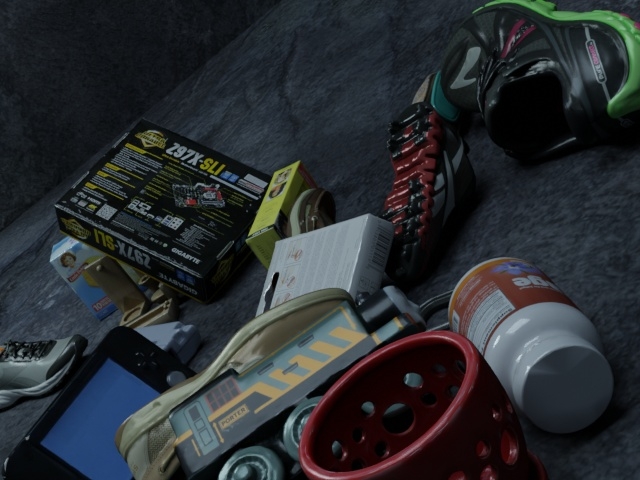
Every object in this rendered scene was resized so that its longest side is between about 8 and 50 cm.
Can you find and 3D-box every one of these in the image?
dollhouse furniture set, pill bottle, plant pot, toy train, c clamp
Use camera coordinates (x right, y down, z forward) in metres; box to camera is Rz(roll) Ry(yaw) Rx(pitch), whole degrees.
[{"bbox_3d":[-0.330,0.092,2.170,0.144,0.123,0.151,-31,21,17],"label":"dollhouse furniture set"},{"bbox_3d":[0.212,0.105,1.263,0.121,0.121,0.216,-36,21,3],"label":"pill bottle"},{"bbox_3d":[0.103,0.205,1.142,0.191,0.174,0.191,-32,20,13],"label":"plant pot"},{"bbox_3d":[-0.008,0.184,1.352,0.334,0.142,0.190,-36,49,2],"label":"toy train"},{"bbox_3d":[0.150,0.098,1.530,0.160,0.022,0.137,-27,17,28],"label":"c clamp"}]

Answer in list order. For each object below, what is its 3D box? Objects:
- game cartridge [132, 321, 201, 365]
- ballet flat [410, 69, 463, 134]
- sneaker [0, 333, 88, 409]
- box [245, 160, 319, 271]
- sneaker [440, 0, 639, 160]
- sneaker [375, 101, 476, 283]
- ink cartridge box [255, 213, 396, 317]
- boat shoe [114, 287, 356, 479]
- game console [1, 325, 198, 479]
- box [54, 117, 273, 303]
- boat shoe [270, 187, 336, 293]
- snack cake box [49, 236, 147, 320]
[{"bbox_3d":[-0.327,0.245,1.939,0.196,0.060,0.294,-7,35,48],"label":"game cartridge"},{"bbox_3d":[0.166,-0.160,1.982,0.106,0.107,0.316,-48,6,33],"label":"ballet flat"},{"bbox_3d":[-0.526,0.221,2.239,0.271,0.108,0.100,-23,22,30],"label":"sneaker"},{"bbox_3d":[-0.055,-0.037,2.062,0.058,0.087,0.232,-25,22,23],"label":"box"},{"bbox_3d":[0.283,-0.226,1.781,0.202,0.185,0.483,-38,19,-14],"label":"sneaker"},{"bbox_3d":[0.153,-0.055,1.743,0.097,0.135,0.276,-25,45,45],"label":"sneaker"},{"bbox_3d":[-0.003,0.070,1.707,0.224,0.056,0.181,-19,50,54],"label":"ink cartridge box"},{"bbox_3d":[-0.083,0.190,1.525,0.341,0.122,0.110,-37,58,0],"label":"boat shoe"},{"bbox_3d":[-0.219,0.238,1.621,0.293,0.250,0.173,-55,0,-41],"label":"game console"},{"bbox_3d":[-0.257,-0.058,2.184,0.322,0.079,0.257,24,52,20],"label":"box"},{"bbox_3d":[0.003,0.006,1.886,0.095,0.095,0.257,-14,35,22],"label":"boat shoe"},{"bbox_3d":[-0.354,0.008,2.354,0.264,0.152,0.089,-34,20,8],"label":"snack cake box"}]
